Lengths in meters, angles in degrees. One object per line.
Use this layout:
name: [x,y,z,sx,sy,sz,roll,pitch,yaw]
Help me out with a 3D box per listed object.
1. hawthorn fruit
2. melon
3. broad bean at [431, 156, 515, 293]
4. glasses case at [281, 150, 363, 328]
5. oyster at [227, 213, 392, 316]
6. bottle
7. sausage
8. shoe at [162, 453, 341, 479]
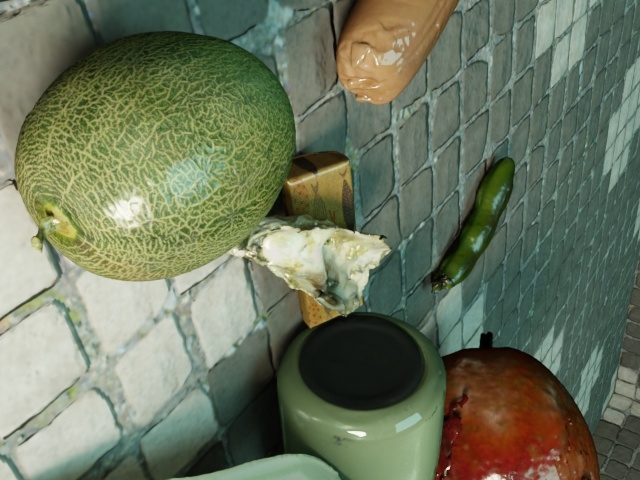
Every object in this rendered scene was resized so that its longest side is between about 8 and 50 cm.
hawthorn fruit: [0.232,0.297,0.925,0.316,0.316,0.315,-31,129,-46]
melon: [-0.094,-0.049,0.398,0.192,0.139,0.139,-43,138,-41]
broad bean: [0.229,-0.020,0.983,0.065,0.046,0.254,48,65,-40]
glasses case: [0.000,0.000,0.647,0.065,0.041,0.169,-22,126,-20]
oyster: [-0.006,0.008,0.598,0.106,0.061,0.200,-53,137,-9]
bottle: [0.044,0.256,0.734,0.168,0.169,0.346,-37,136,-42]
sausage: [0.100,-0.254,0.637,0.289,0.086,0.086,-60,146,-17]
shoe: [-0.144,0.272,0.517,0.363,0.131,0.160,-2,138,-43]
